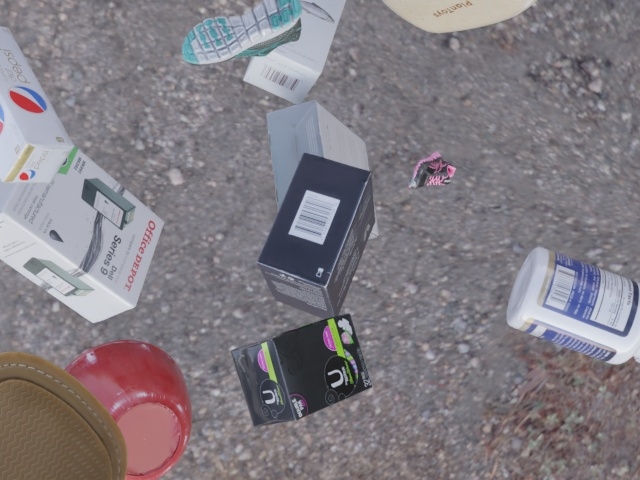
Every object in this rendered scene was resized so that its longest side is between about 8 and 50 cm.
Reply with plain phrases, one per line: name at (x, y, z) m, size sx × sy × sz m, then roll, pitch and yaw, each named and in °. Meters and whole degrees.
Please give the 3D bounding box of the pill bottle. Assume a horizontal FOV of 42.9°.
pill bottle at (0.297, 0.078, 0.883) m, size 0.169 × 0.094 × 0.094 m, roll 21°, pitch 100°, yaw 3°

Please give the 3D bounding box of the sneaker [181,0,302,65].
sneaker at (-0.097, -0.259, 1.063) m, size 0.167 × 0.076 × 0.065 m, roll -17°, pitch 72°, yaw 6°

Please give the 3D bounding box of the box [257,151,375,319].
box at (0.000, 0.000, 1.024) m, size 0.093 × 0.158 × 0.156 m, roll 18°, pitch 71°, yaw 13°

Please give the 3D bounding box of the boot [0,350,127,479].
boot at (-0.225, 0.164, 0.564) m, size 0.220 × 0.109 × 0.283 m, roll 13°, pitch 141°, yaw 32°

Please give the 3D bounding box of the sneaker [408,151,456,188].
sneaker at (0.192, -0.112, 1.382) m, size 0.057 × 0.119 × 0.047 m, roll 36°, pitch 130°, yaw 15°

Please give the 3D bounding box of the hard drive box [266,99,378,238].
hard drive box at (0.009, -0.101, 1.325) m, size 0.089 × 0.232 × 0.181 m, roll -12°, pitch 76°, yaw 20°

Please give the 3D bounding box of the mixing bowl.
mixing bowl at (-0.220, 0.215, 0.946) m, size 0.098 × 0.182 × 0.181 m, roll 15°, pitch 98°, yaw 59°

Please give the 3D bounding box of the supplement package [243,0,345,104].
supplement package at (-0.038, -0.329, 1.302) m, size 0.105 × 0.105 × 0.179 m, roll 22°, pitch 64°, yaw -11°

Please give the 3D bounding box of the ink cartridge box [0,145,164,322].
ink cartridge box at (-0.433, -0.024, 1.425) m, size 0.122 × 0.289 × 0.211 m, roll -20°, pitch 42°, yaw 33°

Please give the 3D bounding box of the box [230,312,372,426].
box at (-0.013, 0.096, 0.611) m, size 0.052 × 0.083 × 0.062 m, roll -22°, pitch 83°, yaw 46°

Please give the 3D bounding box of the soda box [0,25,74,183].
soda box at (-0.394, -0.174, 1.022) m, size 0.074 × 0.069 × 0.216 m, roll -46°, pitch 66°, yaw 30°

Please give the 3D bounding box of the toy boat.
toy boat at (0.148, -0.393, 1.027) m, size 0.268 × 0.318 × 0.148 m, roll 1°, pitch 71°, yaw 50°
